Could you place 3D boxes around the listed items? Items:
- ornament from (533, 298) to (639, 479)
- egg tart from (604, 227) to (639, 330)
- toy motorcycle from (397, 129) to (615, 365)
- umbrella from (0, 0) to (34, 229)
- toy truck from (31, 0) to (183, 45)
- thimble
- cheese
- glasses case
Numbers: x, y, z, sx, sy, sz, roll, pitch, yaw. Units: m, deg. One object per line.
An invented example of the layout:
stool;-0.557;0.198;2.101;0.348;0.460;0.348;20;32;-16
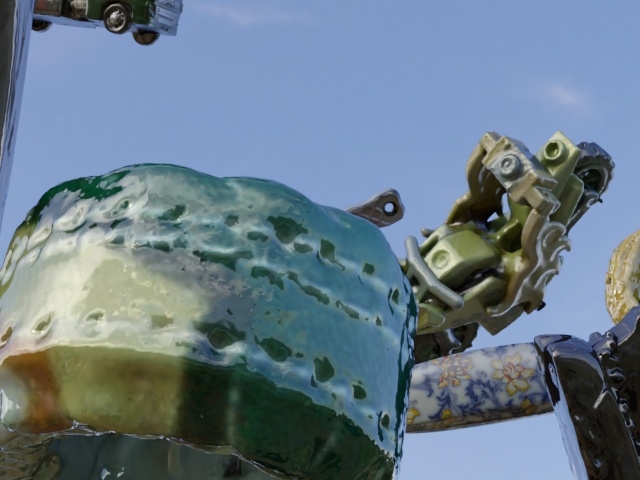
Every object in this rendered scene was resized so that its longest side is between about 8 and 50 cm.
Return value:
ornament;0.340;0.157;1.082;0.260;0.106;0.251;-19;-86;-5
egg tart;0.482;0.110;1.537;0.294;0.294;0.123;6;-30;-7
toy motorcycle;0.226;0.014;1.689;0.410;0.169;0.237;-50;-37;15
umbrella;-0.242;-0.039;0.822;0.067;0.073;0.337;19;-64;9
toy truck;-0.267;-0.273;1.259;0.259;0.121;0.088;9;4;18
thimble;-0.079;0.086;0.744;0.254;0.167;0.288;17;-30;-11
cheese;-0.005;-0.005;1.163;0.171;0.047;0.092;-43;-65;3
glasses case;0.204;0.175;1.474;0.248;0.087;0.065;-9;-25;3
